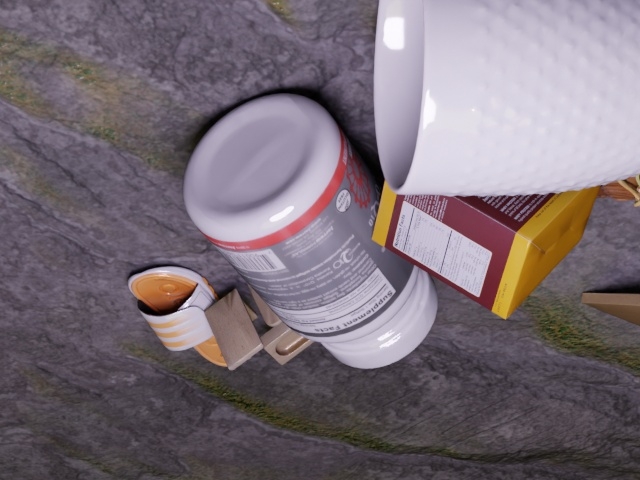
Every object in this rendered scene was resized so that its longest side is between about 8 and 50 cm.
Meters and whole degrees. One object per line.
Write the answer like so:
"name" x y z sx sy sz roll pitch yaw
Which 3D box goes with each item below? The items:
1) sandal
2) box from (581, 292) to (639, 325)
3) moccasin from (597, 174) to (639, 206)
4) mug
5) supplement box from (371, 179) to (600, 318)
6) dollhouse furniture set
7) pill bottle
"sandal" -0.178 0.129 2.152 0.102 0.076 0.265 -19 138 21
"box" 0.487 0.106 2.096 0.164 0.021 0.201 21 171 -24
"moccasin" 0.432 -0.089 1.824 0.380 0.147 0.139 -4 144 11
"mug" 0.246 -0.225 1.576 0.328 0.276 0.374 0 124 -9
"supplement box" 0.199 -0.047 1.770 0.194 0.191 0.129 31 137 20
"dollhouse furniture set" -0.048 0.135 2.091 0.144 0.123 0.151 -37 131 7
"pill bottle" 0.000 0.000 1.885 0.210 0.210 0.363 -17 140 20
